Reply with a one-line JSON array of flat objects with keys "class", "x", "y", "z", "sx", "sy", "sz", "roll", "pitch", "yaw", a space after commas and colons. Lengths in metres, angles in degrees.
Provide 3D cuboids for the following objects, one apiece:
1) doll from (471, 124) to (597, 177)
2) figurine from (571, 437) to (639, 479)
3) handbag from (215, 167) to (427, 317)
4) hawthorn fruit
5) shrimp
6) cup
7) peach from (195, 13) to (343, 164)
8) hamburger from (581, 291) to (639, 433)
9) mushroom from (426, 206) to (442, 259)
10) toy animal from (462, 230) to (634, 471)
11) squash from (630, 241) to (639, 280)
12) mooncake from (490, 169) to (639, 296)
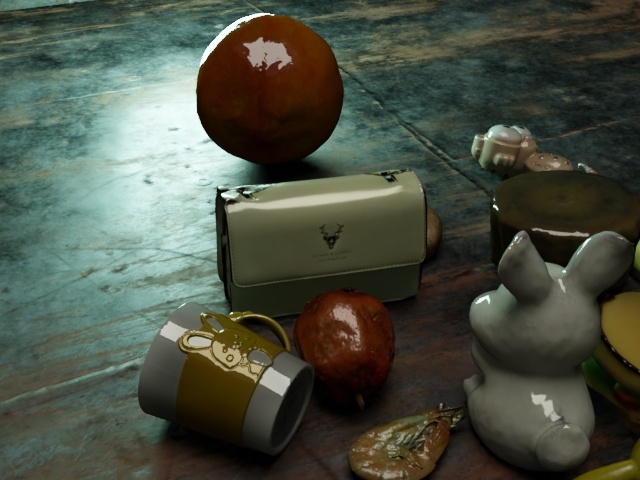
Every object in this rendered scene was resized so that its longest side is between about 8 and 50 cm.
[{"class": "doll", "x": 0.480, "y": -0.177, "z": 2.081, "sx": 0.278, "sy": 0.119, "sz": 0.154, "roll": 23, "pitch": 24, "yaw": 21}, {"class": "figurine", "x": 0.527, "y": 0.340, "z": 1.223, "sx": 0.327, "sy": 0.169, "sz": 0.218, "roll": 31, "pitch": 27, "yaw": 35}, {"class": "handbag", "x": 0.000, "y": 0.000, "z": 1.670, "sx": 0.359, "sy": 0.236, "sz": 0.160, "roll": -7, "pitch": 32, "yaw": -13}, {"class": "hawthorn fruit", "x": 0.043, "y": 0.163, "z": 1.474, "sx": 0.174, "sy": 0.173, "sz": 0.179, "roll": 1, "pitch": 20, "yaw": 0}, {"class": "shrimp", "x": 0.138, "y": 0.302, "z": 1.374, "sx": 0.217, "sy": 0.051, "sz": 0.115, "roll": -20, "pitch": 44, "yaw": -31}, {"class": "cup", "x": -0.126, "y": 0.196, "z": 1.410, "sx": 0.226, "sy": 0.185, "sz": 0.241, "roll": 21, "pitch": 43, "yaw": 19}, {"class": "peach", "x": -0.114, "y": -0.329, "z": 2.109, "sx": 0.343, "sy": 0.342, "sz": 0.301, "roll": 4, "pitch": 50, "yaw": 5}, {"class": "hamburger", "x": 0.516, "y": 0.196, "z": 1.461, "sx": 0.237, "sy": 0.148, "sz": 0.237, "roll": 5, "pitch": 40, "yaw": -4}, {"class": "mushroom", "x": 0.196, "y": -0.030, "z": 1.876, "sx": 0.094, "sy": 0.072, "sz": 0.209, "roll": 10, "pitch": 32, "yaw": -3}, {"class": "toy animal", "x": 0.329, "y": 0.151, "z": 1.342, "sx": 0.196, "sy": 0.367, "sz": 0.241, "roll": -2, "pitch": 21, "yaw": -11}, {"class": "squash", "x": 0.704, "y": 0.040, "z": 1.810, "sx": 0.219, "sy": 0.041, "sz": 0.219, "roll": 1, "pitch": 32, "yaw": 0}, {"class": "mooncake", "x": 0.464, "y": -0.014, "z": 1.777, "sx": 0.291, "sy": 0.161, "sz": 0.290, "roll": 0, "pitch": 31, "yaw": 0}]
